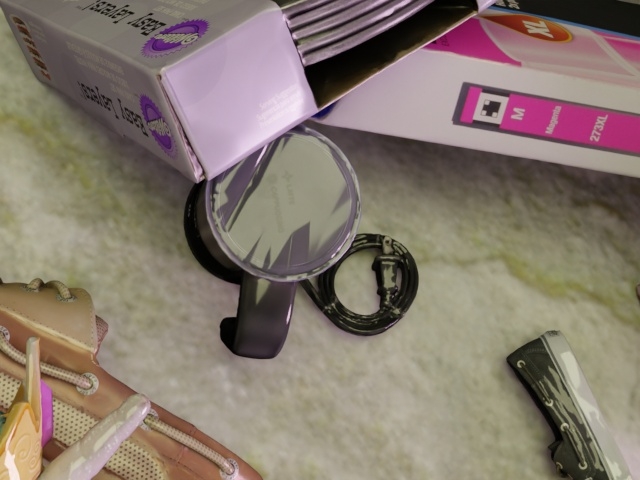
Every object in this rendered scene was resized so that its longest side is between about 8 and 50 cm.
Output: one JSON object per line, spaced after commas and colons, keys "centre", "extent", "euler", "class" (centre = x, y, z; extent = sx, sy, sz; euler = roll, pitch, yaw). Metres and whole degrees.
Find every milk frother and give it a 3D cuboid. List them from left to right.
{"centre": [0.000, 0.000, 0.598], "extent": [0.143, 0.135, 0.129], "euler": [-10, 90, -12], "class": "milk frother"}

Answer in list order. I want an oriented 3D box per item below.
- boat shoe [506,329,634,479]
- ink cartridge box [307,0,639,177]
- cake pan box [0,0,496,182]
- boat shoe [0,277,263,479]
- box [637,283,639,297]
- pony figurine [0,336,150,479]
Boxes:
{"centre": [0.162, 0.127, 0.645], "extent": [0.040, 0.049, 0.142], "euler": [-23, 77, 2], "class": "boat shoe"}
{"centre": [0.124, -0.114, 0.650], "extent": [0.371, 0.069, 0.176], "euler": [7, 32, -7], "class": "ink cartridge box"}
{"centre": [-0.032, -0.148, 0.588], "extent": [0.245, 0.267, 0.070], "euler": [-35, 124, -16], "class": "cake pan box"}
{"centre": [-0.169, 0.079, 0.559], "extent": [0.324, 0.123, 0.116], "euler": [41, 63, -4], "class": "boat shoe"}
{"centre": [0.387, 0.040, 0.657], "extent": [0.300, 0.154, 0.142], "euler": [-14, 77, -14], "class": "box"}
{"centre": [-0.213, 0.244, 0.424], "extent": [0.351, 0.303, 0.363], "euler": [-13, 99, -8], "class": "pony figurine"}
